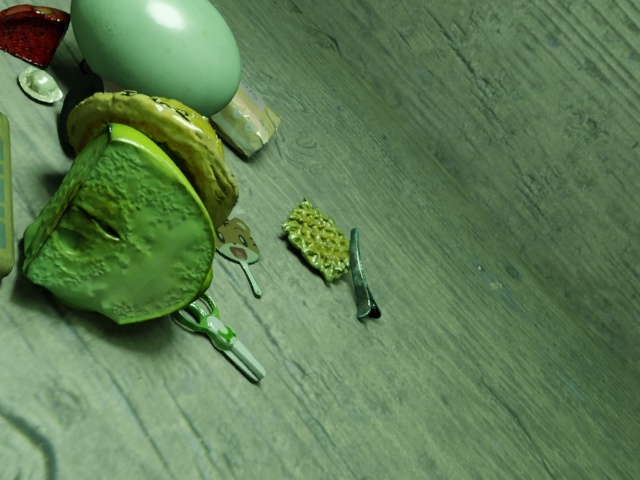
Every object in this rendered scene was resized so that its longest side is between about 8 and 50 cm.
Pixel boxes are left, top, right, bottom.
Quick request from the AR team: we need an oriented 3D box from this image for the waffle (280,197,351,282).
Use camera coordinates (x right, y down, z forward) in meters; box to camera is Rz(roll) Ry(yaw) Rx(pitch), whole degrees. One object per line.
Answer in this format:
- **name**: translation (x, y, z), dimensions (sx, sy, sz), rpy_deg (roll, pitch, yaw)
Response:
- **waffle**: translation (-0.001, 0.002, 1.698), dimensions (0.204, 0.054, 0.223), rpy_deg (43, 28, -5)

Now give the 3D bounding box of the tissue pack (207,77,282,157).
- **tissue pack**: translation (-0.232, -0.344, 1.788), dimensions (0.256, 0.123, 0.215), rpy_deg (46, 23, -15)

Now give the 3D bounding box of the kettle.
- **kettle**: translation (-0.394, -0.225, 1.397), dimensions (0.202, 0.144, 0.232), rpy_deg (27, 2, 41)

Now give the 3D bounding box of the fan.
- **fan**: translation (-0.171, 0.029, 1.466), dimensions (0.153, 0.008, 0.226), rpy_deg (11, 41, -50)

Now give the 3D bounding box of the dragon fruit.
- **dragon fruit**: translation (-0.595, -0.442, 1.407), dimensions (0.161, 0.120, 0.127), rpy_deg (17, 32, -36)

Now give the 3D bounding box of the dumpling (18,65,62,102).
- **dumpling**: translation (-0.551, -0.301, 1.362), dimensions (0.052, 0.057, 0.076), rpy_deg (21, -29, 52)

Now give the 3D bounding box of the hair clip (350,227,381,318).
- **hair clip**: translation (0.098, 0.075, 1.669), dimensions (0.070, 0.039, 0.229), rpy_deg (9, 67, -50)

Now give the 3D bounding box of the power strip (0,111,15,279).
- **power strip**: translation (-0.528, -0.103, 1.077), dimensions (0.092, 0.066, 0.387), rpy_deg (22, 34, -43)

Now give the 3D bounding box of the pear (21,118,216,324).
- **pear**: translation (-0.286, -0.012, 1.093), dimensions (0.282, 0.286, 0.176), rpy_deg (31, 10, -26)

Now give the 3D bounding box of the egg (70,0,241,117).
- **egg**: translation (-0.339, -0.410, 1.461), dimensions (0.389, 0.276, 0.276), rpy_deg (36, 26, -37)

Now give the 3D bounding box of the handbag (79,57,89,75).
- **handbag**: translation (-0.486, -0.396, 1.570), dimensions (0.115, 0.072, 0.139), rpy_deg (51, 41, 0)

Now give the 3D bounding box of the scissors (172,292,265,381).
- **scissors**: translation (-0.175, 0.172, 1.234), dimensions (0.204, 0.027, 0.101), rpy_deg (45, 27, 4)

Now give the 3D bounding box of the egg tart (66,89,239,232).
- **egg tart**: translation (-0.275, -0.143, 1.204), dimensions (0.341, 0.341, 0.132), rpy_deg (39, 54, -12)
